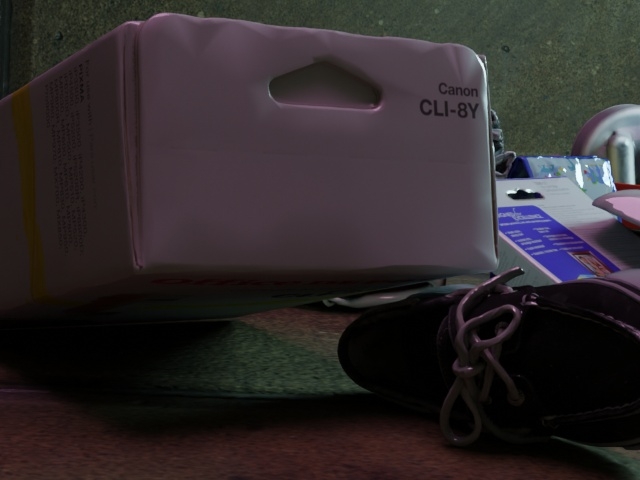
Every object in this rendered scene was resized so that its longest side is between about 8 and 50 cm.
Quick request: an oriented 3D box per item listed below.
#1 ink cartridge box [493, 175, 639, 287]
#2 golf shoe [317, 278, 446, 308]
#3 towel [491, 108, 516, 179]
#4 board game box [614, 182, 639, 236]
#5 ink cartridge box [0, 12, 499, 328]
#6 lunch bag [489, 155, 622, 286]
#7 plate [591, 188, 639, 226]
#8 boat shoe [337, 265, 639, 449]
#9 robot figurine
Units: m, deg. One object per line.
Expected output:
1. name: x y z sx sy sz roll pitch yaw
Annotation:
1. ink cartridge box: 0.240 0.013 1.378 0.206 0.045 0.208 -4 39 -45
2. golf shoe: -0.011 0.013 1.388 0.273 0.105 0.120 2 14 -6
3. towel: 0.121 -0.104 1.973 0.284 0.121 0.235 -4 -15 5
4. board game box: 0.423 -0.047 2.142 0.317 0.064 0.242 9 0 34
5. ink cartridge box: -0.094 -0.030 1.059 0.279 0.160 0.385 0 -8 -31
6. lunch bag: 0.251 -0.015 1.529 0.129 0.151 0.096 -2 8 -36
7. plate: 0.433 0.011 1.424 0.277 0.045 0.278 26 8 27
8. boat shoe: 0.117 0.072 0.904 0.105 0.113 0.306 -8 9 -31
9. robot figurine: 0.530 -0.130 2.459 0.300 0.199 0.353 1 7 6
